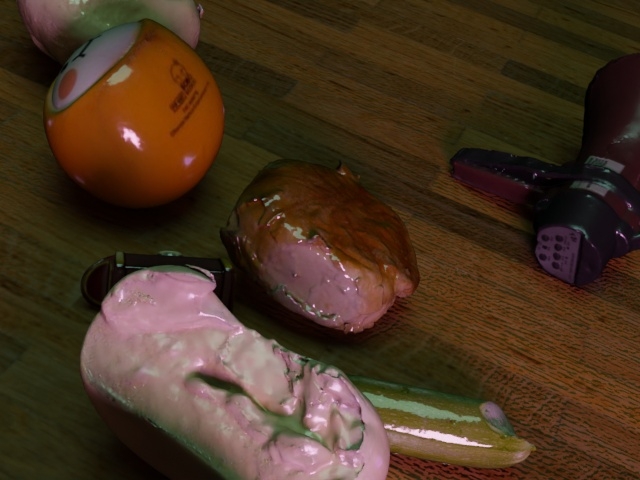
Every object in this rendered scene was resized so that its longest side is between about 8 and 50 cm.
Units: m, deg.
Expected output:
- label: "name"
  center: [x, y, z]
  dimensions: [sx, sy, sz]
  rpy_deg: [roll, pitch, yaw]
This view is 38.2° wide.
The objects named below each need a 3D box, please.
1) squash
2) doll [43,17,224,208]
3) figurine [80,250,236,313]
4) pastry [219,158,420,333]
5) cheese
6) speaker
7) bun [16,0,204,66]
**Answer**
- label: "squash"
  center: [0.089, 0.173, 0.880]
  dimensions: [0.238, 0.069, 0.069]
  rpy_deg: [12, 40, -2]
- label: "doll"
  center: [-0.230, -0.132, 1.069]
  dimensions: [0.213, 0.236, 0.213]
  rpy_deg: [17, 66, -42]
- label: "figurine"
  center: [-0.168, 0.041, 0.955]
  dimensions: [0.154, 0.082, 0.098]
  rpy_deg: [4, 27, -11]
- label: "pastry"
  center: [0.000, 0.000, 1.004]
  dimensions: [0.229, 0.100, 0.218]
  rpy_deg: [13, 38, -37]
- label: "cheese"
  center: [-0.068, 0.141, 0.748]
  dimensions: [0.266, 0.233, 0.127]
  rpy_deg: [28, 64, 15]
- label: "speaker"
  center: [0.342, -0.111, 1.205]
  dimensions: [0.259, 0.198, 0.329]
  rpy_deg: [42, 54, 11]
- label: "bun"
  center: [-0.293, -0.296, 1.238]
  dimensions: [0.259, 0.160, 0.259]
  rpy_deg: [20, 27, -11]
